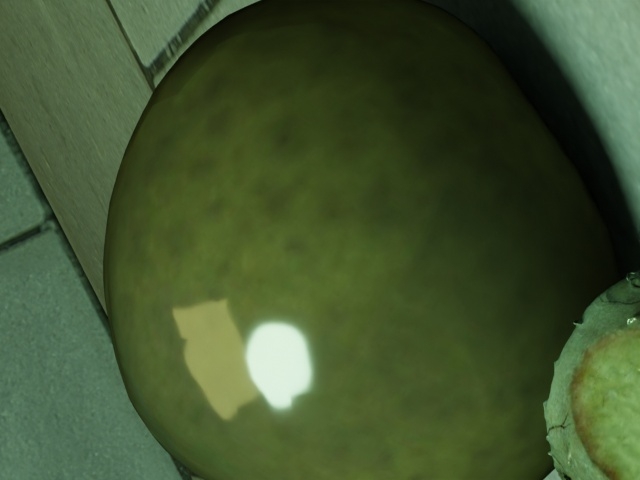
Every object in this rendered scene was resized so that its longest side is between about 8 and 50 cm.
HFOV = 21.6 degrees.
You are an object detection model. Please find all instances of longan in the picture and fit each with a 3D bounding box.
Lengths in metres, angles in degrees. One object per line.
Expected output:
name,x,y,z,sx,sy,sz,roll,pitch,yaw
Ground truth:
longan,0.019,0.017,0.971,0.319,0.319,0.319,54,162,27

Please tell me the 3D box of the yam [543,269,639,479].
yam,0.215,0.112,0.744,0.254,0.154,0.154,30,144,63
